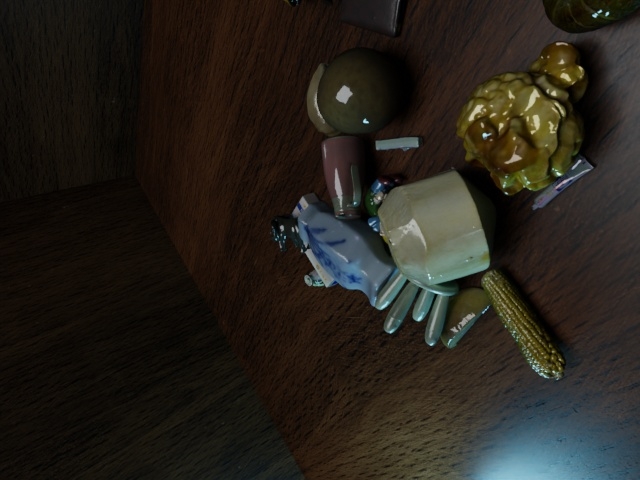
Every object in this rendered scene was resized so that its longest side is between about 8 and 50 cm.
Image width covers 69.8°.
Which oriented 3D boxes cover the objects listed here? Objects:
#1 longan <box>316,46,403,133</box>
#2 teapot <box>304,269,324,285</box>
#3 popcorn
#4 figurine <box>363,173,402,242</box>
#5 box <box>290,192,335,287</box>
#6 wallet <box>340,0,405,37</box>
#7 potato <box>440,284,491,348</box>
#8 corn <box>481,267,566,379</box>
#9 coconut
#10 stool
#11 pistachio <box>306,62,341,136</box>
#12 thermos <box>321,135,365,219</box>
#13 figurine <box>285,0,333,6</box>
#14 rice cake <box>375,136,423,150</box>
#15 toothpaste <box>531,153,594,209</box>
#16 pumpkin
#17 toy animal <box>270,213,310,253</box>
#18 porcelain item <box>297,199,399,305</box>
[{"bbox_3d":[0.115,-0.426,1.340,0.258,0.258,0.257,29,129,43],"label":"longan"},{"bbox_3d":[-0.026,0.170,1.987,0.083,0.064,0.064,46,140,30],"label":"teapot"},{"bbox_3d":[0.446,-0.267,1.011,0.265,0.225,0.331,26,105,31],"label":"popcorn"},{"bbox_3d":[0.240,-0.083,1.461,0.234,0.128,0.185,63,141,29],"label":"figurine"},{"bbox_3d":[0.000,0.000,1.863,0.343,0.065,0.200,58,144,15],"label":"box"},{"bbox_3d":[0.154,-0.699,1.317,0.229,0.049,0.181,38,135,34],"label":"wallet"},{"bbox_3d":[0.407,0.233,1.402,0.120,0.100,0.261,48,140,27],"label":"potato"},{"bbox_3d":[0.539,0.220,1.225,0.319,0.097,0.097,60,144,16],"label":"corn"},{"bbox_3d":[0.321,-0.039,1.222,0.323,0.323,0.322,29,129,43],"label":"coconut"},{"bbox_3d":[0.289,0.177,1.404,0.195,0.196,0.198,-102,35,-68],"label":"stool"},{"bbox_3d":[0.028,-0.468,1.535,0.138,0.153,0.237,-71,-32,-81],"label":"pistachio"},{"bbox_3d":[0.086,-0.200,1.506,0.176,0.146,0.264,152,115,-73],"label":"thermos"},{"bbox_3d":[-0.056,-0.835,1.429,0.257,0.167,0.192,28,114,41],"label":"figurine"},{"bbox_3d":[0.240,-0.296,1.418,0.180,0.031,0.042,9,109,51],"label":"rice cake"},{"bbox_3d":[0.559,-0.129,1.076,0.045,0.029,0.169,61,143,24],"label":"toothpaste"},{"bbox_3d":[0.522,-0.500,0.836,0.219,0.163,0.218,178,90,-74],"label":"pumpkin"},{"bbox_3d":[-0.121,-0.033,1.875,0.245,0.114,0.146,-2,113,33],"label":"toy animal"},{"bbox_3d":[0.100,0.034,1.615,0.405,0.179,0.242,42,154,28],"label":"porcelain item"}]
